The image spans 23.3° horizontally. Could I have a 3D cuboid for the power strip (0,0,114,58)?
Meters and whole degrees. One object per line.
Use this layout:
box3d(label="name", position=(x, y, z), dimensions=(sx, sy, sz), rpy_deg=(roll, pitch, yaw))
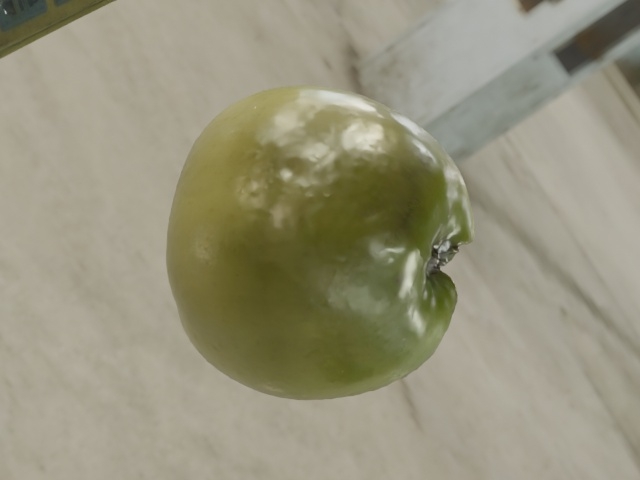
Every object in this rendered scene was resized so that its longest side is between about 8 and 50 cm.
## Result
box3d(label="power strip", position=(-0.201, -0.188, 1.070), dimensions=(0.387, 0.066, 0.092), rpy_deg=(-41, 126, -52))

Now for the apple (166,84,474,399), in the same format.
box3d(label="apple", position=(-0.002, -0.019, 1.447), dimensions=(0.233, 0.258, 0.295), rpy_deg=(73, 33, -40))
